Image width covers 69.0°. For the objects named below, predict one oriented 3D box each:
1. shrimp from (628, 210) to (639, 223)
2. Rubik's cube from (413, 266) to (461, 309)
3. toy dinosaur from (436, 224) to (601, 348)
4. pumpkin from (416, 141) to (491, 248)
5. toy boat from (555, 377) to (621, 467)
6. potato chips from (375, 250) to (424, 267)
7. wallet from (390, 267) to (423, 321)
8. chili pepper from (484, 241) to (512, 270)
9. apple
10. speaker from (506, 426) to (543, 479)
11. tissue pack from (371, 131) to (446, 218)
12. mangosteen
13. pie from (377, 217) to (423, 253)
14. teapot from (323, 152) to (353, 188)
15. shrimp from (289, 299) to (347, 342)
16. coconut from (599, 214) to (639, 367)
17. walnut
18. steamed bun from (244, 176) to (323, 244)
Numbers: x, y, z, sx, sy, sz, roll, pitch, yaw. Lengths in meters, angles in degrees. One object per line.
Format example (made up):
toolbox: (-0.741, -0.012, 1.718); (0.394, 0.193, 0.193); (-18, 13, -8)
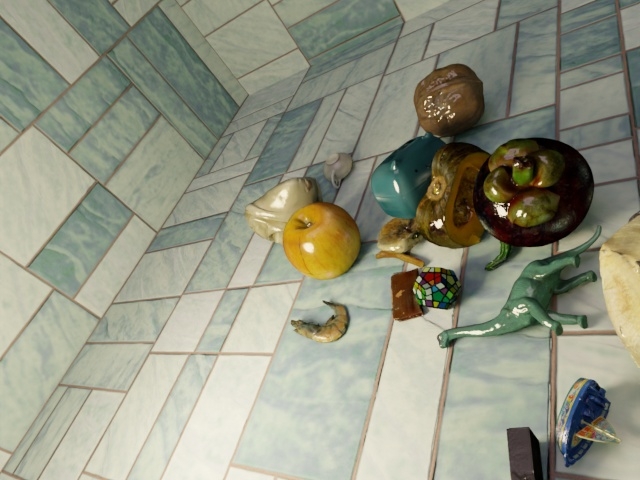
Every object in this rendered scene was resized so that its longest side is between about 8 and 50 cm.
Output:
shrimp: (0.814, -0.064, 1.088); (0.165, 0.057, 0.065); (-20, 23, 43)
Rubik's cube: (0.323, 0.132, 1.290); (0.111, 0.133, 0.133); (33, 75, 28)
toy dinosaur: (0.488, 0.122, 1.173); (0.330, 0.129, 0.384); (-4, 46, 53)
pumpkin: (0.422, -0.130, 1.391); (0.139, 0.221, 0.318); (15, 91, 61)
toy boat: (0.511, 0.353, 0.879); (0.175, 0.091, 0.110); (-55, 20, -13)
potato chips: (0.260, 0.058, 1.511); (0.203, 0.026, 0.037); (12, 62, 49)
wallet: (0.258, 0.162, 1.396); (0.095, 0.026, 0.176); (-19, 40, 20)
chili pepper: (0.504, 0.040, 1.293); (0.118, 0.035, 0.055); (-59, 25, -10)
apple: (0.000, 0.000, 1.641); (0.285, 0.233, 0.286); (-24, 38, 21)
speaker: (0.391, 0.474, 0.873); (0.044, 0.082, 0.218); (-16, 43, 31)
tissue pack: (0.311, -0.228, 1.578); (0.287, 0.206, 0.198); (-39, 24, -22)
mangosteen: (0.550, -0.136, 1.204); (0.300, 0.300, 0.301); (-25, 37, 21)
pie: (0.279, -0.033, 1.553); (0.218, 0.052, 0.185); (-42, 24, -18)
teapot: (0.074, -0.323, 2.063); (0.145, 0.092, 0.227); (-16, 45, 33)
shrimp: (-0.002, 0.261, 1.521); (0.217, 0.051, 0.150); (6, 52, 38)
coconut: (0.672, 0.080, 0.794); (0.346, 0.360, 0.347); (-24, 40, 21)
walnut: (0.490, -0.525, 1.761); (0.273, 0.227, 0.273); (-28, 37, 24)
steamed bun: (-0.127, -0.108, 1.890); (0.324, 0.220, 0.309); (-26, -1, 13)
